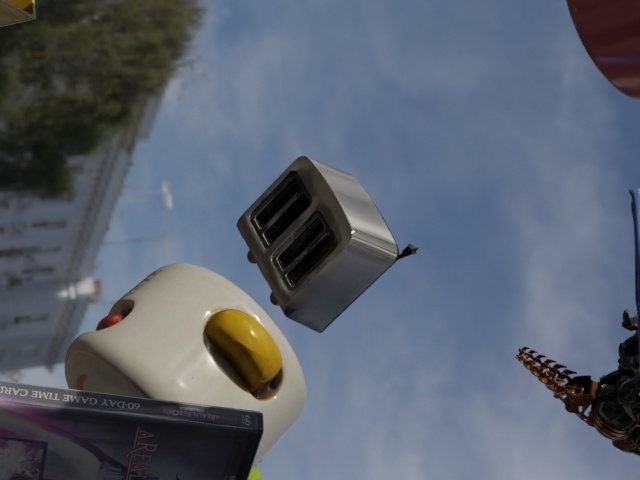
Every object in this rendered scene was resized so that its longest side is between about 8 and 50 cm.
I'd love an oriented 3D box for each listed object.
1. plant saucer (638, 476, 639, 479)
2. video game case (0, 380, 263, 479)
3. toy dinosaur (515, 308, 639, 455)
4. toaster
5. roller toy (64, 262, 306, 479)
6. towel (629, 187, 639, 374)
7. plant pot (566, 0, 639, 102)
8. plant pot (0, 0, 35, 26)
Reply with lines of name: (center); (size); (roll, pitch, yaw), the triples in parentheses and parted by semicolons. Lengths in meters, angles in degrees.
plant saucer: (0.500, 0.356, 1.484); (0.241, 0.241, 0.037); (42, -63, 58)
video game case: (-0.196, 0.181, 0.903); (0.026, 0.274, 0.196); (-94, -163, -49)
toy dinosaur: (0.438, 0.220, 1.680); (0.164, 0.322, 0.218); (-101, -157, -46)
toaster: (0.000, 0.000, 1.559); (0.186, 0.110, 0.168); (-44, -127, 20)
roller toy: (-0.115, 0.121, 1.066); (0.191, 0.146, 0.209); (27, -36, 29)
towel: (0.430, 0.030, 1.094); (0.034, 0.285, 0.209); (65, 27, -58)
plant pot: (0.233, -0.151, 0.616); (0.180, 0.201, 0.201); (-13, -96, 47)
plant pot: (-0.349, -0.260, 1.225); (0.081, 0.083, 0.081); (24, 53, -65)
